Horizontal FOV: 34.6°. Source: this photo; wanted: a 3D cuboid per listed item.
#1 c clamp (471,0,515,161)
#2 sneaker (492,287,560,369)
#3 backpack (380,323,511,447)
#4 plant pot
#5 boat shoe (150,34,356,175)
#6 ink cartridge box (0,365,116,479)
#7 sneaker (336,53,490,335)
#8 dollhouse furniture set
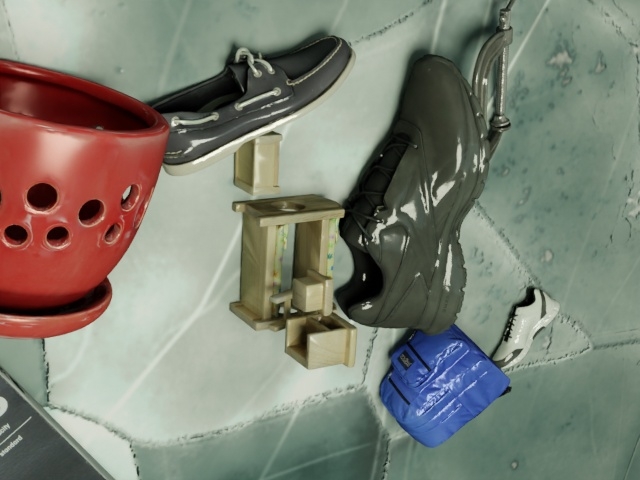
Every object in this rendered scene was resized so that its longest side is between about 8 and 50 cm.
[{"bbox_3d":[0.182,-0.158,1.053,0.137,0.022,0.161,-47,143,-52],"label":"c clamp"},{"bbox_3d":[0.230,0.101,1.195,0.043,0.040,0.109,42,78,-19],"label":"sneaker"},{"bbox_3d":[0.121,0.151,1.105,0.120,0.098,0.101,-45,116,4],"label":"backpack"},{"bbox_3d":[-0.222,-0.031,0.768,0.191,0.191,0.174,3,111,-33],"label":"plant pot"},{"bbox_3d":[-0.060,-0.134,0.903,0.206,0.075,0.065,-33,124,-14],"label":"boat shoe"},{"bbox_3d":[-0.293,0.211,0.882,0.165,0.065,0.333,-43,123,-12],"label":"ink cartridge box"},{"bbox_3d":[0.084,-0.040,1.014,0.130,0.109,0.286,0,102,-22],"label":"sneaker"},{"bbox_3d":[0.000,0.000,0.933,0.101,0.161,0.182,-7,111,-30],"label":"dollhouse furniture set"}]
